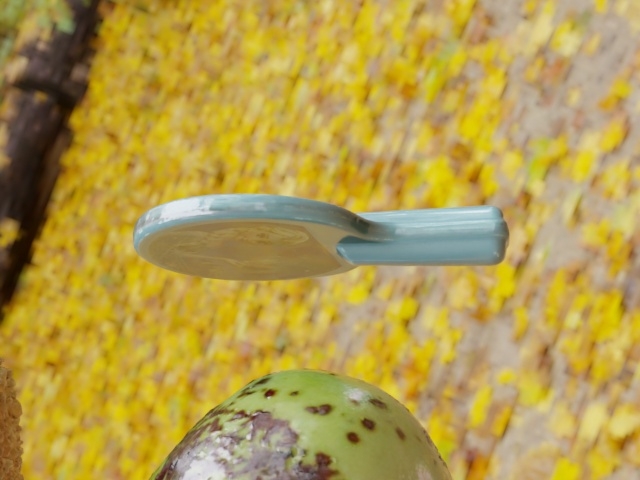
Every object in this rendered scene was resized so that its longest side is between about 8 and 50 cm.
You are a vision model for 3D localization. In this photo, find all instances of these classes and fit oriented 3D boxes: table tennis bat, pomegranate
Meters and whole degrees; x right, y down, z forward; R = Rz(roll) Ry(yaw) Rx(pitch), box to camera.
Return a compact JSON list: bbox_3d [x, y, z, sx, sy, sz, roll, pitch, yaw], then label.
[{"bbox_3d":[0.000,0.000,1.047,0.149,0.237,0.038,78,-168,-71],"label":"table tennis bat"},{"bbox_3d":[0.000,0.203,0.938,0.276,0.203,0.222,-126,24,-65],"label":"pomegranate"}]

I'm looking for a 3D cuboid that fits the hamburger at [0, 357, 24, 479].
[{"bbox_3d":[-0.332,0.155,1.109,0.170,0.302,0.302,25,94,38],"label":"hamburger"}]
